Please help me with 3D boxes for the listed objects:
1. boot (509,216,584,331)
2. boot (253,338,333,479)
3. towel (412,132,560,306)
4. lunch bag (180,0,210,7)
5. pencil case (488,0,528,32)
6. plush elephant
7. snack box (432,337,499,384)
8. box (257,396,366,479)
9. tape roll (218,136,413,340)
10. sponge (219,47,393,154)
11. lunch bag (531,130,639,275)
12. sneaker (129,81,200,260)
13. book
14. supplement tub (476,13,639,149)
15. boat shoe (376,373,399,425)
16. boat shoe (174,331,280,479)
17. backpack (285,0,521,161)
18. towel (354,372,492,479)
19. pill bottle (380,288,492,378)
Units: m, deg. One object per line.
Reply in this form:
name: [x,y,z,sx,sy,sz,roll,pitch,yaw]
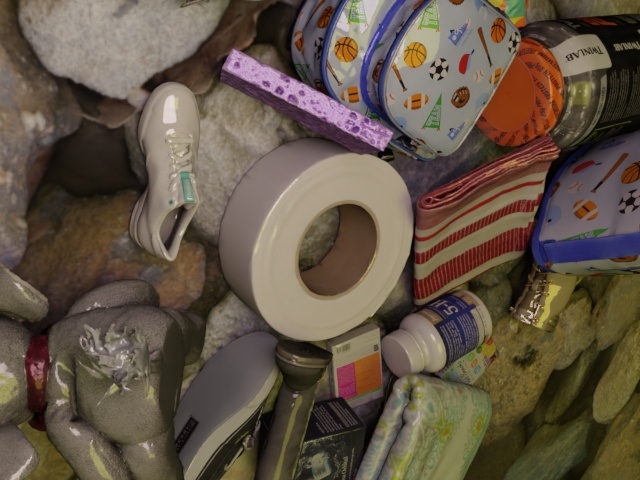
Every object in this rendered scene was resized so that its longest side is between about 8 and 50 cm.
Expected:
boot: [0.449,0.074,1.347,0.262,0.095,0.204,28,93,-45]
boot: [-0.049,0.248,0.924,0.209,0.076,0.189,-65,160,-4]
towel: [0.257,-0.013,1.080,0.237,0.037,0.329,-26,149,-10]
lunch bag: [-0.131,-0.394,0.669,0.243,0.115,0.304,-7,113,-38]
pencil case: [0.262,-0.422,0.969,0.104,0.104,0.237,-20,120,-30]
plush elephant: [-0.289,0.159,0.729,0.330,0.255,0.272,88,4,-65]
snack box: [0.294,0.247,1.339,0.141,0.037,0.100,-43,129,-13]
box: [-0.019,0.364,1.102,0.158,0.093,0.156,-6,114,-26]
tape roll: [0.000,0.000,0.958,0.286,0.100,0.286,-16,119,-32]
sponge: [-0.020,-0.163,0.799,0.210,0.117,0.031,26,91,-13]
lunch bag: [0.592,-0.067,1.156,0.385,0.327,0.239,-35,105,-39]
sneaker: [-0.172,-0.078,0.792,0.080,0.094,0.212,-2,111,-36]
book: [0.060,0.224,1.153,0.096,0.035,0.144,-18,120,-26]
supplement tub: [0.419,-0.260,1.090,0.337,0.207,0.207,-16,119,-32]
boat shoe: [0.135,0.336,1.235,0.081,0.068,0.228,-28,126,-42]
boat shoe: [-0.144,0.276,0.965,0.306,0.113,0.105,-57,141,-11]
backpack: [0.103,-0.248,0.864,0.263,0.213,0.277,23,98,-31]
towel: [0.170,0.428,1.186,0.320,0.090,0.375,24,88,-56]
pill bottle: [0.206,0.171,1.187,0.186,0.112,0.112,-23,123,-29]
